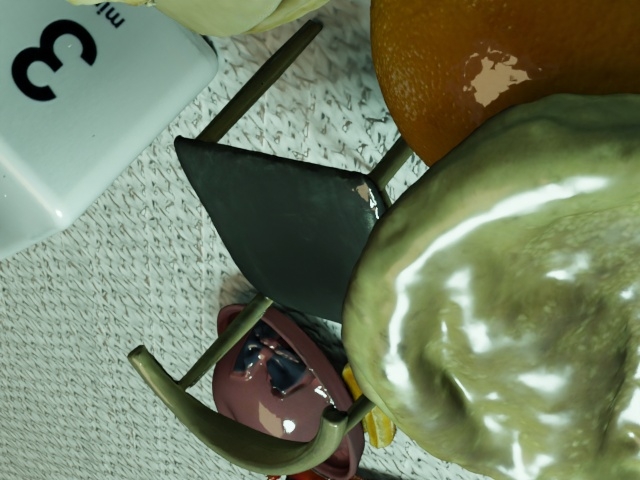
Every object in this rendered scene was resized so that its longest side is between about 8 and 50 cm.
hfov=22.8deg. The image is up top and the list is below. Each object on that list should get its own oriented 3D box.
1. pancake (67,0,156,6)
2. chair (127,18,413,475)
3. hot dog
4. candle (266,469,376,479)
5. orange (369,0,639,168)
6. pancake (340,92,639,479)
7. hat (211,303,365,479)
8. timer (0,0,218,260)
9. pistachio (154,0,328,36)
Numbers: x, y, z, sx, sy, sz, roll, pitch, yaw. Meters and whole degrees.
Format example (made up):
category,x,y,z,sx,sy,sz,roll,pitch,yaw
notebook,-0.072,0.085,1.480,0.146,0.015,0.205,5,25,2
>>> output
category,x,y,z,sx,sy,sz,roll,pitch,yaw
pancake,-0.145,-0.300,0.907,0.356,0.065,0.356,20,121,38
chair,0.000,0.000,1.040,0.188,0.272,0.166,13,142,39
hot dog,0.050,0.143,1.432,0.056,0.041,0.133,43,158,29
candle,0.068,0.263,1.560,0.329,0.051,0.048,6,140,46
orange,0.125,-0.104,0.828,0.206,0.206,0.206,30,150,19
pancake,0.155,0.040,0.801,0.294,0.049,0.294,-3,134,-3
hat,-0.043,0.149,1.459,0.205,0.089,0.205,45,158,24
timer,-0.231,-0.123,1.224,0.192,0.195,0.194,48,152,-14
pistachio,-0.047,-0.194,0.971,0.226,0.136,0.136,3,135,51
